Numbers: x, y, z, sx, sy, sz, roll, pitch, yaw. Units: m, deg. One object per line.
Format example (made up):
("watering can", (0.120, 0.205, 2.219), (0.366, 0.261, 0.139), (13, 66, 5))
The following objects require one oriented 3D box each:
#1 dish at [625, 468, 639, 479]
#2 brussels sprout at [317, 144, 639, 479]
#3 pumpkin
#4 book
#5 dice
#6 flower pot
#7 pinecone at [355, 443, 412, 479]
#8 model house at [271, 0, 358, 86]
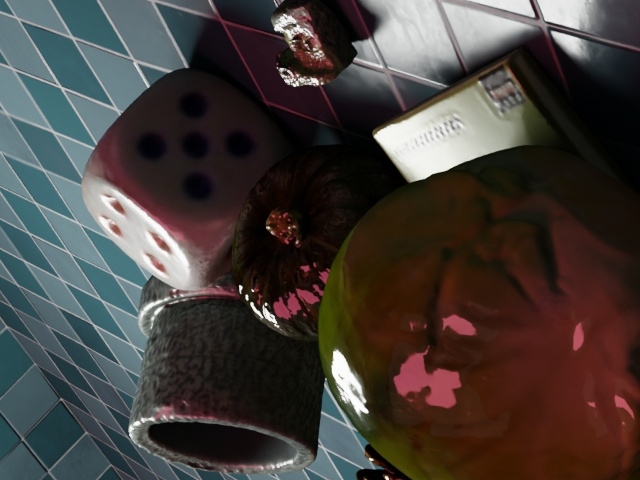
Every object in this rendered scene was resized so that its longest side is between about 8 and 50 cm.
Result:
("dish", (0.289, 0.255, 1.905), (0.221, 0.108, 0.262), (16, 167, 46))
("brussels sprout", (0.159, 0.072, 1.492), (0.344, 0.268, 0.344), (9, 125, 14))
("pumpkin", (0.000, 0.000, 1.837), (0.157, 0.223, 0.224), (26, 175, -42))
("book", (0.217, 0.001, 1.612), (0.352, 0.035, 0.239), (50, 148, -9))
("dice", (-0.150, -0.069, 2.006), (0.192, 0.194, 0.193), (38, 160, 8))
("flower pot", (-0.088, 0.136, 2.195), (0.299, 0.282, 0.299), (5, 156, 2))
("pinecone", (0.141, 0.294, 2.208), (0.208, 0.208, 0.207), (36, 158, 17))
("model house", (-0.017, -0.200, 1.689), (0.079, 0.066, 0.083), (10, 140, 52))
